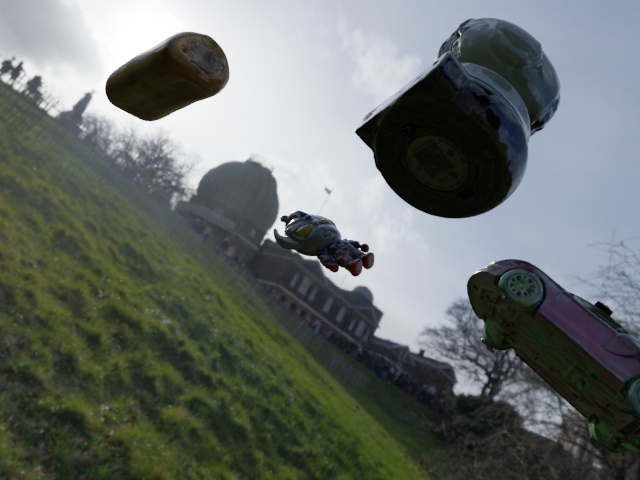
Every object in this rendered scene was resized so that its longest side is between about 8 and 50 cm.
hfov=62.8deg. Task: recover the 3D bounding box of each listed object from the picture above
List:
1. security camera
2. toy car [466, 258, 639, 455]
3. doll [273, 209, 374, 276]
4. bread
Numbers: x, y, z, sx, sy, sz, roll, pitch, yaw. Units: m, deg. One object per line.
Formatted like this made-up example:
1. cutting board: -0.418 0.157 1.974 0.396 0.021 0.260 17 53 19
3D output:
1. security camera: 0.208 -0.178 0.703 0.191 0.277 0.197 45 -34 -10
2. toy car: 0.149 0.063 0.306 0.142 0.055 0.069 45 -18 29
3. doll: -0.001 0.000 0.830 0.194 0.104 0.062 31 -28 39
4. bread: -0.201 -0.212 0.684 0.092 0.074 0.239 27 -15 -37
